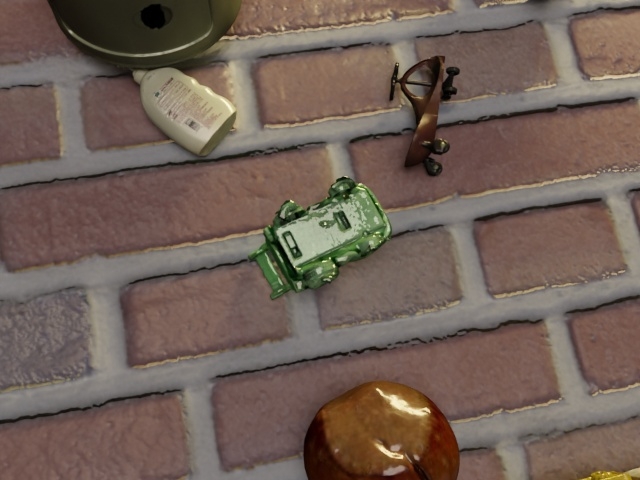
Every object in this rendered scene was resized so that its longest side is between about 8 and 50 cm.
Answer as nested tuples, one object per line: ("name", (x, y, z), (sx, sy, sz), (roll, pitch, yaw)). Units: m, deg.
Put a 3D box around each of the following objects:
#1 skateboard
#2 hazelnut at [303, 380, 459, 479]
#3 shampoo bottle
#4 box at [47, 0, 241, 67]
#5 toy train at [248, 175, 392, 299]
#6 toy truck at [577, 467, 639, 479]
("skateboard", (0.120, -0.158, 0.711), (0.080, 0.067, 0.151), (9, 72, 7))
("hazelnut", (0.060, 0.215, 0.591), (0.154, 0.143, 0.143), (-10, 79, 0))
("shampoo bottle", (-0.177, -0.167, 0.685), (0.152, 0.045, 0.077), (36, 77, 1))
("box", (-0.204, -0.327, 0.645), (0.226, 0.149, 0.226), (1, 68, -2))
("toy train", (0.000, 0.000, 0.655), (0.149, 0.081, 0.099), (-28, 82, -16))
("toy truck", (0.300, 0.299, 0.606), (0.227, 0.098, 0.114), (-11, 74, -6))
